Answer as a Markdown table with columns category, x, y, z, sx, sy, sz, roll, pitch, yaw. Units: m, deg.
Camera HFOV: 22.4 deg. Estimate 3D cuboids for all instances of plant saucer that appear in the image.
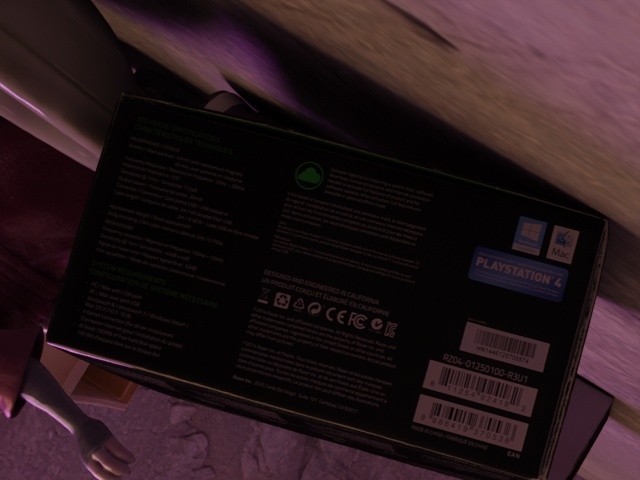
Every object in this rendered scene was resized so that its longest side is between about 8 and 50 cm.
| category | x | y | z | sx | sy | sz | roll | pitch | yaw |
| --- | --- | --- | --- | --- | --- | --- | --- | --- | --- |
| plant saucer | -0.243 | -0.174 | 0.893 | 0.400 | 0.101 | 0.400 | 31 | 175 | 3 |

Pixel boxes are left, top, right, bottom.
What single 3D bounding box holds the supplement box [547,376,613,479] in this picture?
| category | x | y | z | sx | sy | sz | roll | pitch | yaw |
| --- | --- | --- | --- | --- | --- | --- | --- | --- | --- |
| supplement box | 0.225 | 0.203 | 1.598 | 0.073 | 0.130 | 0.239 | 31 | 176 | 12 |

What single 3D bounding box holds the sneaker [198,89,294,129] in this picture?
| category | x | y | z | sx | sy | sz | roll | pitch | yaw |
| --- | --- | --- | --- | --- | --- | --- | --- | --- | --- |
| sneaker | 0.000 | 0.000 | 1.139 | 0.124 | 0.107 | 0.283 | 24 | 173 | 24 |

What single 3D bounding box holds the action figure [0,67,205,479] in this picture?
| category | x | y | z | sx | sy | sz | roll | pitch | yaw |
| --- | --- | --- | --- | --- | --- | --- | --- | --- | --- |
| action figure | -0.238 | 0.015 | 1.193 | 0.275 | 0.370 | 0.248 | 39 | 171 | -28 |

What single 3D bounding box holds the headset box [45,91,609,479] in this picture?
| category | x | y | z | sx | sy | sz | roll | pitch | yaw |
| --- | --- | --- | --- | --- | --- | --- | --- | --- | --- |
| headset box | 0.016 | 0.044 | 0.880 | 0.246 | 0.131 | 0.283 | 15 | 171 | 9 |

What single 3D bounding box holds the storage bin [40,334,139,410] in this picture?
| category | x | y | z | sx | sy | sz | roll | pitch | yaw |
| --- | --- | --- | --- | --- | --- | --- | --- | --- | --- |
| storage bin | -0.186 | 0.011 | 1.496 | 0.123 | 0.260 | 0.262 | 31 | 176 | 8 |
